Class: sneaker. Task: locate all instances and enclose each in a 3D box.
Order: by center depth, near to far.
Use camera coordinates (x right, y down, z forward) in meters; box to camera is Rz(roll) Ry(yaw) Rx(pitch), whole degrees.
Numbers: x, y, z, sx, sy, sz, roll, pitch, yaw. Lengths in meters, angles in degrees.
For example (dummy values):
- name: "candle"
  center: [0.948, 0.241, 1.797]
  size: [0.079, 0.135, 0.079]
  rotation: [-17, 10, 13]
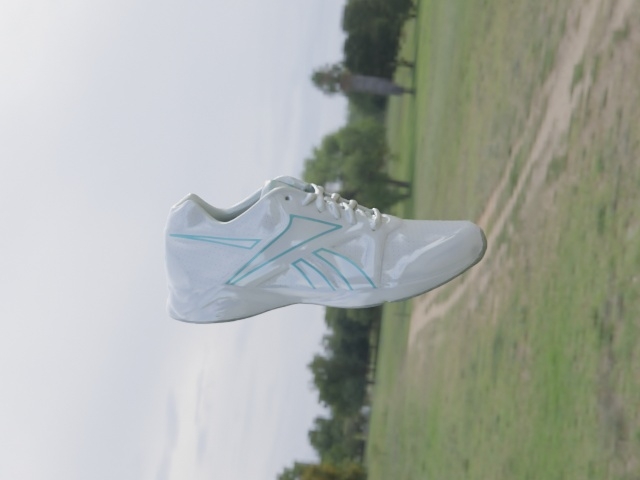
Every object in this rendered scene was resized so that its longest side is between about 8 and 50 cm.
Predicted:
- name: "sneaker"
  center: [0.000, 0.000, 0.477]
  size: [0.054, 0.152, 0.061]
  rotation: [-79, -18, -81]
